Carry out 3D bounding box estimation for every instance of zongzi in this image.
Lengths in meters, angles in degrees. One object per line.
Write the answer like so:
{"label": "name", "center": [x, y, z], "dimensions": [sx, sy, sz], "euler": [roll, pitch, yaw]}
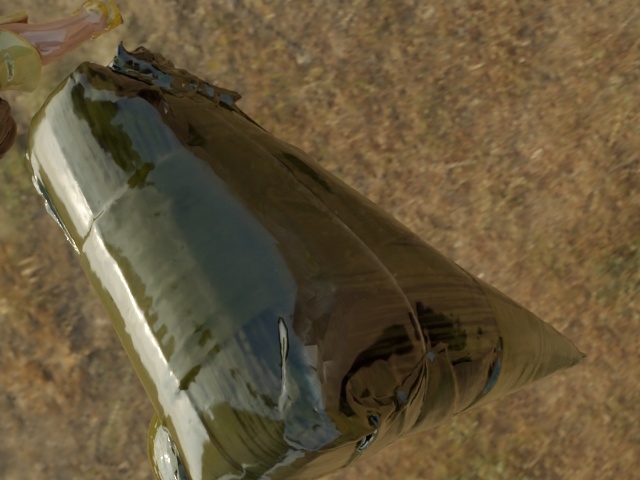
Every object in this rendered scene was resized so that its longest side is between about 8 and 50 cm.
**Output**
{"label": "zongzi", "center": [0.000, 0.000, 0.807], "dimensions": [0.145, 0.300, 0.274], "euler": [-49, 65, 42]}

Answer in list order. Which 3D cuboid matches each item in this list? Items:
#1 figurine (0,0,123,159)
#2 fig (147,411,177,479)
{"label": "figurine", "center": [-0.254, -0.110, 0.934], "dimensions": [0.116, 0.240, 0.175], "euler": [48, 159, -12]}
{"label": "fig", "center": [-0.114, 0.242, 1.388], "dimensions": [0.142, 0.148, 0.186], "euler": [-5, 66, 48]}
